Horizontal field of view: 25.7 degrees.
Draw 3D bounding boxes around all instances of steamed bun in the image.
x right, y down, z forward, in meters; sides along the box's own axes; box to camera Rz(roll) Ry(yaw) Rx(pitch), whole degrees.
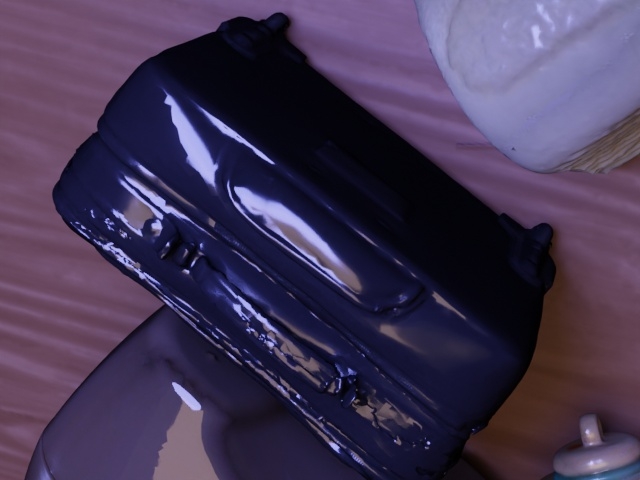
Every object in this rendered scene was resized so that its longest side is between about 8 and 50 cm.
[{"bbox_3d":[0.192,-0.214,0.991,0.290,0.273,0.272,-47,73,25],"label":"steamed bun"}]

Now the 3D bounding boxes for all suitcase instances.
[{"bbox_3d":[0.000,0.000,1.037,0.345,0.339,0.188,40,107,0],"label":"suitcase"}]

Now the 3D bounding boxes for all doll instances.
[{"bbox_3d":[0.256,0.293,1.176,0.144,0.208,0.271,-12,139,16],"label":"doll"}]

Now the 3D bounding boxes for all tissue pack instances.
[{"bbox_3d":[-0.050,0.246,1.156,0.387,0.267,0.277,40,113,-2],"label":"tissue pack"}]
